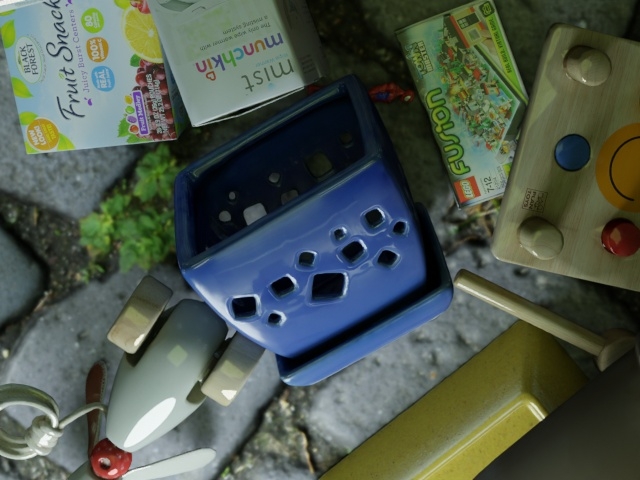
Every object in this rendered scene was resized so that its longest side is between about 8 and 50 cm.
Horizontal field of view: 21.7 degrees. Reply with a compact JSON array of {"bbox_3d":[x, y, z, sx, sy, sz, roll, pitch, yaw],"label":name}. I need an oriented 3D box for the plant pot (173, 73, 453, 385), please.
[{"bbox_3d":[0.000,0.000,1.725,0.236,0.236,0.212,-30,117,8],"label":"plant pot"}]

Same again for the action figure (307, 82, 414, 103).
[{"bbox_3d":[0.045,-0.156,1.805,0.115,0.038,0.030,-3,76,6],"label":"action figure"}]

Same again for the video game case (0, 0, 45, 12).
[{"bbox_3d":[-0.333,-0.330,1.744,0.206,0.026,0.227,-13,57,7],"label":"video game case"}]

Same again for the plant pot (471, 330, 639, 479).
[{"bbox_3d":[0.313,0.270,1.654,0.280,0.323,0.323,-27,95,12],"label":"plant pot"}]

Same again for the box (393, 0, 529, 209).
[{"bbox_3d":[0.167,-0.148,1.795,0.114,0.036,0.207,-20,96,8],"label":"box"}]

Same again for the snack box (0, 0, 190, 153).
[{"bbox_3d":[-0.245,-0.205,1.780,0.174,0.070,0.207,-4,108,11],"label":"snack box"}]

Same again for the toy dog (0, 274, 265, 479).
[{"bbox_3d":[-0.189,0.168,1.838,0.333,0.161,0.220,-35,97,23],"label":"toy dog"}]

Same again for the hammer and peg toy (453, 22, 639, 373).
[{"bbox_3d":[0.306,-0.026,1.732,0.266,0.127,0.361,13,99,-11],"label":"hammer and peg toy"}]

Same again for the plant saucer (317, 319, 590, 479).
[{"bbox_3d":[0.210,0.313,1.840,0.332,0.081,0.333,-39,94,8],"label":"plant saucer"}]

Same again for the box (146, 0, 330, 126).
[{"bbox_3d":[-0.090,-0.250,1.688,0.126,0.262,0.231,-18,98,8],"label":"box"}]
